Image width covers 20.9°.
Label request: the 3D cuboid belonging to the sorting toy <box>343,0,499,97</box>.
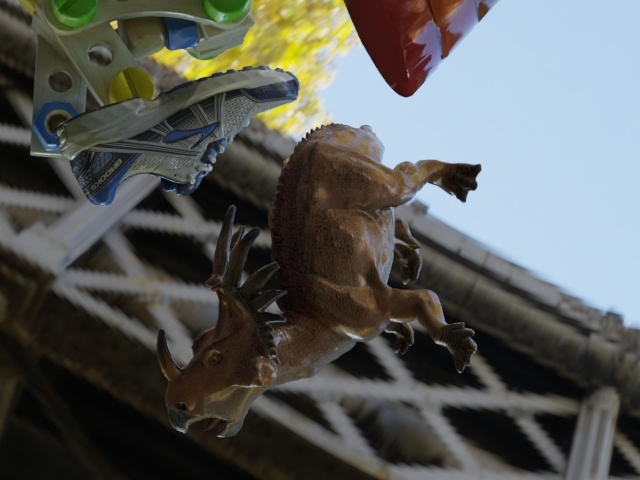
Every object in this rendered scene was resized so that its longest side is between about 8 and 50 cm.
[{"bbox_3d":[0.030,-0.271,1.051,0.126,0.127,0.365,-23,-102,-5],"label":"sorting toy"}]

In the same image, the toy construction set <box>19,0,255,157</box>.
[{"bbox_3d":[-0.144,-0.234,1.145,0.215,0.151,0.327,-22,-80,-13],"label":"toy construction set"}]

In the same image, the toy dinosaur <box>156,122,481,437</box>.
[{"bbox_3d":[0.000,0.000,1.248,0.200,0.295,0.127,20,-34,-19],"label":"toy dinosaur"}]

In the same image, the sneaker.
[{"bbox_3d":[-0.072,-0.055,0.928,0.135,0.052,0.058,-19,-85,-15],"label":"sneaker"}]
